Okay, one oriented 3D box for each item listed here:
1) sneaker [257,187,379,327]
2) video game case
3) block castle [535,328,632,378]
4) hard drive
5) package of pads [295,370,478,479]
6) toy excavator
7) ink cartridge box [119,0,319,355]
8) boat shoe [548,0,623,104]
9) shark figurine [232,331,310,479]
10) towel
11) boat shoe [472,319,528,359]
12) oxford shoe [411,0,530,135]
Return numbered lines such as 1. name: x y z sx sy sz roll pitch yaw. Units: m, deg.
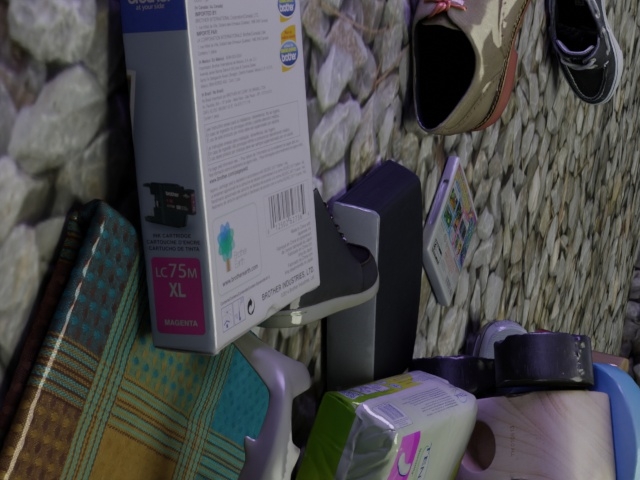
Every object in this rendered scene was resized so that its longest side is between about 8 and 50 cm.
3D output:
1. sneaker: 0.000 0.000 1.106 0.222 0.083 0.118 -25 118 -67
2. video game case: 0.170 -0.010 1.598 0.157 0.019 0.143 63 43 -55
3. block castle: 0.392 0.391 2.075 0.303 0.213 0.453 -58 148 -35
4. hard drive: 0.061 0.056 1.313 0.172 0.054 0.254 -39 135 -58
5. package of pads: 0.048 0.288 1.249 0.229 0.101 0.296 -3 114 -62
6. toy excavator: 0.285 0.271 1.501 0.445 0.433 0.222 11 71 -37
7. ink cartridge box: -0.069 -0.092 0.886 0.186 0.065 0.311 -29 120 -64
8. boat shoe: 0.422 -0.323 1.953 0.301 0.108 0.102 73 34 -44
9. shark figurine: -0.078 0.207 0.901 0.166 0.116 0.278 -125 -132 -76
10. towel: -0.132 0.161 0.919 0.370 0.040 0.271 51 52 -59
11. boat shoe: 0.259 0.267 1.825 0.094 0.109 0.302 -137 -120 -84
12. oxford shoe: 0.169 -0.281 1.343 0.130 0.123 0.348 -26 123 -57
